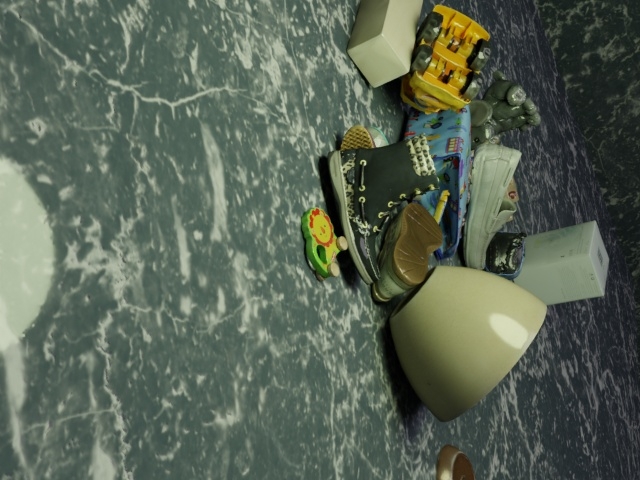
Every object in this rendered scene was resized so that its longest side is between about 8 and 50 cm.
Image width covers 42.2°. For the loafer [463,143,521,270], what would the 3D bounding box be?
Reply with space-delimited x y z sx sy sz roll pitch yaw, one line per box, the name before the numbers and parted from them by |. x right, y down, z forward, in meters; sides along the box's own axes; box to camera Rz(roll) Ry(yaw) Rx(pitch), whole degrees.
loafer | 0.388 -0.066 1.889 0.112 0.111 0.320 -69 164 -55

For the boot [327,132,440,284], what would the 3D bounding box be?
boot | 0.120 -0.057 1.404 0.085 0.178 0.236 3 72 -83

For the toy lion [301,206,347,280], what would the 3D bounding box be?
toy lion | 0.000 0.000 1.331 0.096 0.034 0.100 51 37 -29

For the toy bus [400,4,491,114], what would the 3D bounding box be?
toy bus | 0.233 -0.343 1.738 0.149 0.211 0.220 27 56 -13

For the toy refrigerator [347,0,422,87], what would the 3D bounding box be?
toy refrigerator | 0.133 -0.443 1.702 0.102 0.094 0.270 47 39 -32

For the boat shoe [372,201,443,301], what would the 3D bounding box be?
boat shoe | 0.158 0.016 1.575 0.104 0.089 0.285 45 31 -4

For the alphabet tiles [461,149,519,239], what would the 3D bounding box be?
alphabet tiles | 0.400 -0.127 2.042 0.237 0.009 0.198 -20 97 -37

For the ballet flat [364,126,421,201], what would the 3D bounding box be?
ballet flat | 0.124 -0.128 1.592 0.068 0.072 0.213 -56 132 -19

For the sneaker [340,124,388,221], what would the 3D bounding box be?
sneaker | 0.084 -0.118 1.506 0.084 0.069 0.186 -31 112 -70

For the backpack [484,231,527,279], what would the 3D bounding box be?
backpack | 0.462 0.041 2.090 0.084 0.105 0.114 63 33 -68

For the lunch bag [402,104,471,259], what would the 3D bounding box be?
lunch bag | 0.275 -0.121 1.808 0.221 0.138 0.293 -72 150 -48

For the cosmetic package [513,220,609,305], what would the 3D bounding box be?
cosmetic package | 0.678 0.068 2.346 0.138 0.224 0.224 65 30 -16

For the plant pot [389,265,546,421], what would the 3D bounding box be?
plant pot | 0.237 0.156 1.496 0.191 0.284 0.284 41 32 2

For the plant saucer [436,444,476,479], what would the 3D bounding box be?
plant saucer | 0.272 0.485 1.626 0.168 0.029 0.169 32 52 -54

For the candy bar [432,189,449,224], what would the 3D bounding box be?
candy bar | 0.236 -0.036 1.712 0.040 0.018 0.161 -61 169 -49

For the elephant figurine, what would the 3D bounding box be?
elephant figurine | 0.432 -0.301 2.157 0.169 0.239 0.186 52 7 -13
